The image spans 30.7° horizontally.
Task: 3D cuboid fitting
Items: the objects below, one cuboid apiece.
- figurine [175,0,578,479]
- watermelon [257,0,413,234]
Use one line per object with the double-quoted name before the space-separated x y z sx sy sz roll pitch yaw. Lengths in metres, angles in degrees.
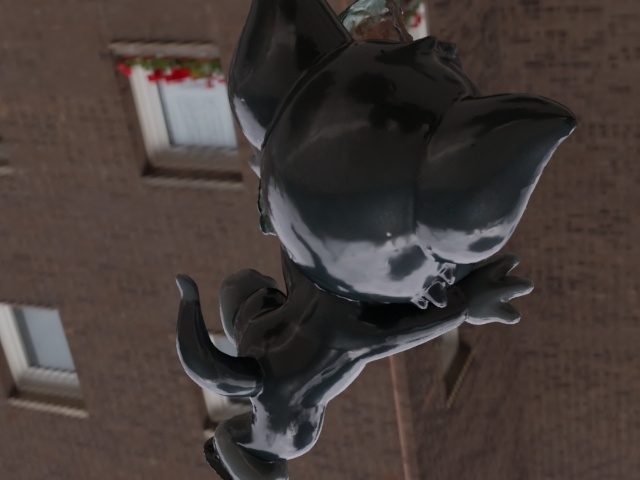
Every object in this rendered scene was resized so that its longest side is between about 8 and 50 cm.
"figurine" -0.004 0.002 0.612 0.193 0.140 0.265 44 -79 29
"watermelon" 0.029 -0.077 0.821 0.139 0.187 0.071 26 -176 -16
